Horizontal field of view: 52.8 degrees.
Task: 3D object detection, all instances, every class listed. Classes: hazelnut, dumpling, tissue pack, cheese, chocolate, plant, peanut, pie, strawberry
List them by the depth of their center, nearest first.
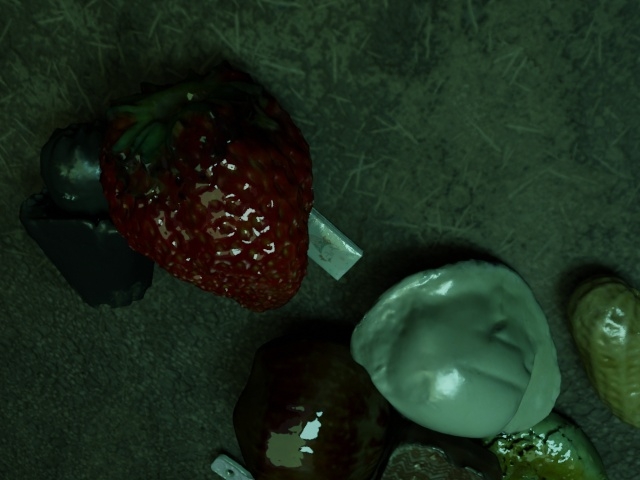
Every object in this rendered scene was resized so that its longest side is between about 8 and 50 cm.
[{"bbox_3d":[-0.120,-0.042,0.758,0.238,0.250,0.288,-5,131,17],"label":"strawberry"},{"bbox_3d":[0.374,0.141,0.788,0.108,0.095,0.226,-16,111,25],"label":"peanut"},{"bbox_3d":[0.186,0.134,0.824,0.175,0.243,0.227,29,95,44],"label":"dumpling"},{"bbox_3d":[0.000,0.000,0.863,0.108,0.023,0.056,39,119,-6],"label":"tissue pack"},{"bbox_3d":[0.144,0.333,0.864,0.148,0.093,0.214,24,120,5],"label":"chocolate"},{"bbox_3d":[-0.297,-0.032,0.864,0.164,0.142,0.256,5,120,14],"label":"plant"},{"bbox_3d":[-0.009,0.247,0.875,0.217,0.218,0.234,12,119,9],"label":"hazelnut"},{"bbox_3d":[0.246,0.387,0.954,0.296,0.078,0.371,23,118,7],"label":"pie"},{"bbox_3d":[-0.072,0.439,1.080,0.255,0.050,0.127,36,119,-4],"label":"cheese"}]
